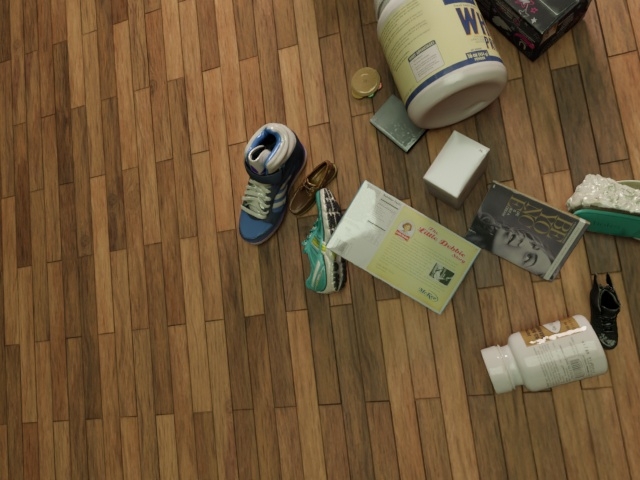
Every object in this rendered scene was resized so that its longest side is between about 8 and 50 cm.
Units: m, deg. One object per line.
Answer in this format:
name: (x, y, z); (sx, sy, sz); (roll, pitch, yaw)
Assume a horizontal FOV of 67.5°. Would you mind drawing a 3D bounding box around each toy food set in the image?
toy food set: (0.123, -0.425, 1.290); (0.083, 0.020, 0.083); (-6, 82, 16)

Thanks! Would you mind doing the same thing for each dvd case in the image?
dvd case: (0.465, -0.021, 1.100); (0.221, 0.018, 0.164); (28, 124, 18)

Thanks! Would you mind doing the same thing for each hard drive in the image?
hard drive: (0.208, -0.304, 1.250); (0.135, 0.022, 0.094); (44, 98, 16)

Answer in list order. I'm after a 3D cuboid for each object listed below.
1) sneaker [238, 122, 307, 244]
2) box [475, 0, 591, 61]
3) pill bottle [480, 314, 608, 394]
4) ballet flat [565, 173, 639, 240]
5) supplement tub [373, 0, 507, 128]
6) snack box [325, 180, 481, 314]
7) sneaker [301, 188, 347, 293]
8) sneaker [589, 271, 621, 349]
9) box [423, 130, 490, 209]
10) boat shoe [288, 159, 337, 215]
sneaker: (-0.160, -0.148, 1.235); (0.130, 0.236, 0.323); (29, 93, 18)
box: (0.487, -0.585, 1.130); (0.163, 0.142, 0.247); (-41, 76, 8)
pill bottle: (0.481, 0.256, 1.050); (0.229, 0.131, 0.131); (-21, 79, 14)
ballet flat: (0.743, -0.051, 1.006); (0.409, 0.147, 0.147); (20, 91, 18)
supplement tub: (0.272, -0.458, 1.134); (0.235, 0.235, 0.325); (-22, 79, 14)
snack box: (0.196, 0.016, 1.153); (0.322, 0.060, 0.187); (31, 94, -1)
sneaker: (0.000, 0.000, 1.245); (0.110, 0.107, 0.275); (-3, 83, 26)
sneaker: (0.618, 0.155, 1.040); (0.051, 0.089, 0.170); (-7, 82, 16)
box: (0.319, -0.159, 1.122); (0.091, 0.170, 0.130); (35, 94, 18)
boat shoe: (-0.028, -0.145, 1.286); (0.064, 0.060, 0.178); (42, 97, 17)
